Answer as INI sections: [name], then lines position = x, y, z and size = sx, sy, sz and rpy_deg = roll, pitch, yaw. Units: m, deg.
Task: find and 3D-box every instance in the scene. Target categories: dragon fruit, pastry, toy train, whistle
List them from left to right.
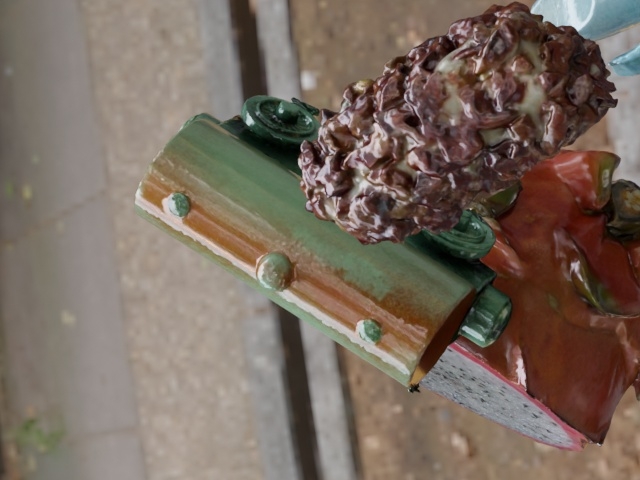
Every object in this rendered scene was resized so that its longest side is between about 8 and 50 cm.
[toy train]
position = 0.000, 0.000, 1.346
size = 0.285, 0.177, 0.116
rpy_deg = 33, 118, 12
[pastry]
position = 0.077, -0.066, 1.136
size = 0.115, 0.208, 0.097
rpy_deg = 51, -152, -19
[dragon fruit]
position = 0.160, 0.024, 1.569
size = 0.225, 0.305, 0.305
rpy_deg = -61, 21, -9
[whistle]
position = 0.313, -0.252, 1.696
size = 0.274, 0.093, 0.186
rpy_deg = -26, 62, 28
